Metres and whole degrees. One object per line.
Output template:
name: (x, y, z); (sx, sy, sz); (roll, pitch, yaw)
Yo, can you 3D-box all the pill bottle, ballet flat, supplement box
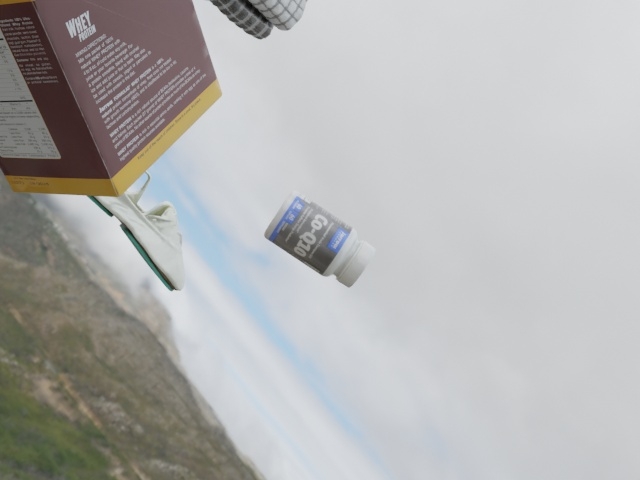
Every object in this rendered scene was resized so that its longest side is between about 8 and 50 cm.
pill bottle: (0.000, 0.000, 1.014); (0.137, 0.078, 0.078); (33, -17, -2)
ballet flat: (-0.374, -0.067, 1.533); (0.400, 0.139, 0.139); (52, -16, -23)
supplement box: (-0.212, -0.173, 0.680); (0.129, 0.191, 0.194); (4, -51, 26)

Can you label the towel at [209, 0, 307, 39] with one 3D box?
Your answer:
towel: (-0.116, -0.456, 1.042); (0.121, 0.283, 0.235); (-9, -26, 33)
